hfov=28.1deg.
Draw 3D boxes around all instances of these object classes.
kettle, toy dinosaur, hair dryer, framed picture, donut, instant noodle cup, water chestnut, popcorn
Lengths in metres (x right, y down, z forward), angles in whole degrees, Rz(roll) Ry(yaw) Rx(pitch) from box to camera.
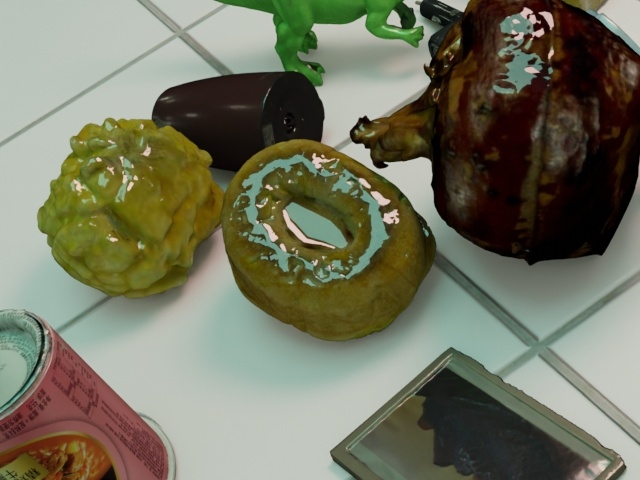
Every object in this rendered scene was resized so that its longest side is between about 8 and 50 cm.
[{"bbox_3d":[-0.117,-0.180,1.822,0.232,0.144,0.202,6,30,35],"label":"kettle"},{"bbox_3d":[-0.052,-0.415,1.822,0.500,0.374,0.144,28,47,-6],"label":"toy dinosaur"},{"bbox_3d":[0.188,-0.319,1.874,0.124,0.071,0.219,-32,34,-8],"label":"hair dryer"},{"bbox_3d":[0.160,0.229,1.336,0.192,0.018,0.265,-40,42,-18],"label":"framed picture"},{"bbox_3d":[0.000,0.000,1.518,0.261,0.128,0.208,26,75,18],"label":"donut"},{"bbox_3d":[-0.313,0.214,1.405,0.243,0.255,0.244,-14,44,14],"label":"instant noodle cup"},{"bbox_3d":[0.205,-0.134,1.457,0.346,0.335,0.335,9,48,11],"label":"water chestnut"},{"bbox_3d":[-0.257,-0.042,1.696,0.225,0.249,0.249,-29,30,44],"label":"popcorn"}]

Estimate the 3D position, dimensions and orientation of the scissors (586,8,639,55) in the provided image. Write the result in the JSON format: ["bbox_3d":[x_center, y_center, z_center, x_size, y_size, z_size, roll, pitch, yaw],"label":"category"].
[{"bbox_3d":[0.442,-0.148,1.522,0.029,0.191,0.360,-43,57,5],"label":"scissors"}]

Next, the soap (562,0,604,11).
[{"bbox_3d":[0.320,-0.445,1.919,0.315,0.091,0.199,23,60,40],"label":"soap"}]
